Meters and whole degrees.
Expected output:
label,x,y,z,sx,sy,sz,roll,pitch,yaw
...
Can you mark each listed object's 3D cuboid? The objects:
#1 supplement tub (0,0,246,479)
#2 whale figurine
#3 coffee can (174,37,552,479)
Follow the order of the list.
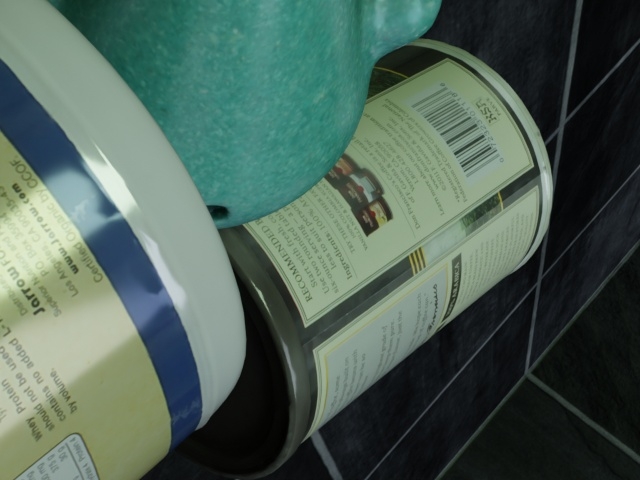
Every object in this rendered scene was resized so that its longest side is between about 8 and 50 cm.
label,x,y,z,sx,sy,sz,roll,pitch,yaw
supplement tub,-0.208,0.060,0.345,0.316,0.228,0.228,-39,154,-27
whale figurine,-0.044,-0.091,0.428,0.216,0.141,0.272,0,163,-19
coffee can,0.000,0.000,0.679,0.275,0.201,0.201,-32,150,-39
